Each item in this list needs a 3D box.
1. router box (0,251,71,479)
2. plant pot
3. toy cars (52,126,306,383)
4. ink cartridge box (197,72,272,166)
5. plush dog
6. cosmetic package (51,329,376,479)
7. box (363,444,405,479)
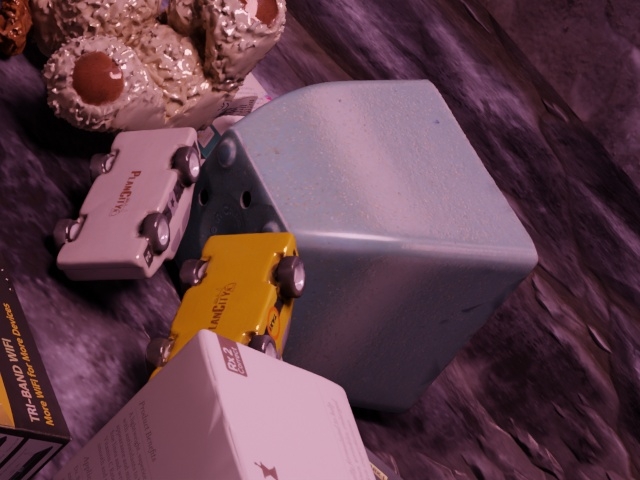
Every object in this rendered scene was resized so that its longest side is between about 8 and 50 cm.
[{"bbox_3d":[-0.333,0.026,1.233,0.243,0.081,0.309,18,35,-48],"label":"router box"},{"bbox_3d":[0.000,0.000,1.667,0.252,0.247,0.248,4,46,-40],"label":"plant pot"},{"bbox_3d":[-0.116,0.033,1.490,0.394,0.176,0.087,46,-20,50],"label":"toy cars"},{"bbox_3d":[-0.109,-0.130,1.877,0.231,0.078,0.134,52,23,15],"label":"ink cartridge box"},{"bbox_3d":[-0.193,-0.203,1.731,0.262,0.211,0.225,-31,70,-23],"label":"plush dog"},{"bbox_3d":[-0.073,0.194,1.268,0.151,0.183,0.151,26,30,-39],"label":"cosmetic package"},{"bbox_3d":[-0.037,0.195,1.489,0.232,0.059,0.183,41,23,-9],"label":"box"}]
